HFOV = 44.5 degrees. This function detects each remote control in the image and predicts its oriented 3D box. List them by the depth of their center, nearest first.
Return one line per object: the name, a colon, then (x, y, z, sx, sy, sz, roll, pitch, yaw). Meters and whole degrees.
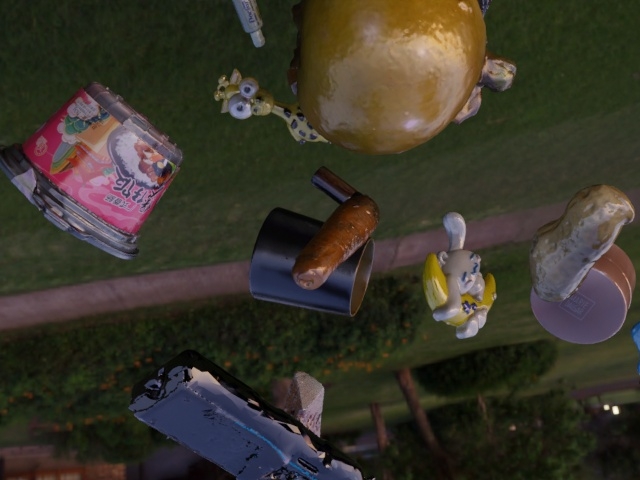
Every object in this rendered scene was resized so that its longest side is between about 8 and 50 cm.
remote control: (-0.088, 0.294, 1.100, 0.145, 0.062, 0.399, -35, 123, 22)

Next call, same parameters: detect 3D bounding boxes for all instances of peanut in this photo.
peanut: (0.349, 0.007, 1.075, 0.100, 0.099, 0.214, 2, 145, -21)

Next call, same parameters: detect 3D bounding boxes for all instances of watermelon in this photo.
watermelon: (-0.051, 0.360, 1.470, 0.094, 0.241, 0.154, 20, -160, 14)

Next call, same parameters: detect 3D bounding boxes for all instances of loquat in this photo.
loquat: (0.125, -0.288, 1.210, 0.360, 0.328, 0.328, 12, 159, 1)

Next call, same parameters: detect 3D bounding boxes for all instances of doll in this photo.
doll: (-0.099, -0.301, 1.782, 0.291, 0.117, 0.086, 20, -165, -9)
doll: (0.325, 0.093, 1.831, 0.237, 0.252, 0.111, 46, 146, -21)

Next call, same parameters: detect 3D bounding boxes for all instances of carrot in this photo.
carrot: (0.019, 0.002, 1.018, 0.060, 0.060, 0.186, -29, -167, 46)

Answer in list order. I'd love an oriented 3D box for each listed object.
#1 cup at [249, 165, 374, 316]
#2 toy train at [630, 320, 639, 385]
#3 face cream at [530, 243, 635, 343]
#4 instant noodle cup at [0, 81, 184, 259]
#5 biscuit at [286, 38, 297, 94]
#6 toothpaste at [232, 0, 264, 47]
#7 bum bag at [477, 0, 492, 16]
cup: (-0.006, 0.009, 1.334, 0.177, 0.239, 0.166, 14, -157, 14)
toy train: (0.528, 0.154, 0.908, 0.265, 0.300, 0.188, -44, 159, 19)
face cream: (0.425, 0.078, 1.265, 0.149, 0.149, 0.104, -22, -167, 37)
instant noodle cup: (-0.327, -0.120, 1.180, 0.258, 0.181, 0.302, 39, -178, -28)
biscuit: (0.061, -0.390, 1.566, 0.301, 0.278, 0.043, -30, 132, 21)
toothpaste: (-0.154, -0.483, 1.480, 0.037, 0.067, 0.255, 18, 142, 39)
bum bag: (0.269, -0.408, 1.437, 0.060, 0.248, 0.123, 24, 160, -4)
